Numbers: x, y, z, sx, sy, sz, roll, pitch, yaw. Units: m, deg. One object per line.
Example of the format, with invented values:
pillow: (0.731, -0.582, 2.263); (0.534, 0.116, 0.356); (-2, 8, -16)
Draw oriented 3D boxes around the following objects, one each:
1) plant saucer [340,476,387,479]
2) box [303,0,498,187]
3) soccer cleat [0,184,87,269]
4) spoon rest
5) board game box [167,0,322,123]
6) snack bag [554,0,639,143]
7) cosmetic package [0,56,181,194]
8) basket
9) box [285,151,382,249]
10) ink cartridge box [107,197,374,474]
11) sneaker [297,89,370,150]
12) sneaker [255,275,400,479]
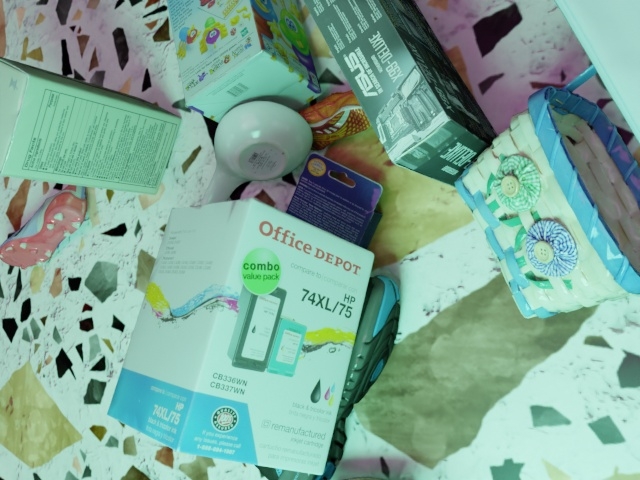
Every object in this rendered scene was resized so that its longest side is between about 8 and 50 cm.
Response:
plant saucer: (0.025, 0.356, 0.742); (0.198, 0.198, 0.036); (-9, 107, 30)
box: (0.095, -0.216, 0.759); (0.076, 0.242, 0.307); (-34, 71, 25)
soccer cleat: (-0.533, -0.024, 1.229); (0.248, 0.083, 0.095); (-30, 43, 31)
spoon rest: (-0.119, -0.102, 0.952); (0.276, 0.137, 0.084); (-47, 33, 35)
board game box: (-0.120, -0.317, 0.929); (0.144, 0.142, 0.275); (-26, 66, 27)
snack bag: (0.368, -0.222, 0.495); (0.342, 0.037, 0.323); (-31, 68, 30)
cosmetic package: (-0.385, -0.174, 1.010); (0.129, 0.296, 0.153); (28, 101, 28)
basket: (0.306, -0.052, 0.644); (0.289, 0.201, 0.255); (-37, 68, 34)
box: (0.000, 0.000, 0.920); (0.136, 0.036, 0.225); (30, 104, 29)
ink cartridge box: (-0.094, 0.111, 0.770); (0.197, 0.198, 0.270); (-3, 69, 52)
sneaker: (0.011, -0.177, 0.922); (0.175, 0.064, 0.067); (-8, 49, 35)
sneaker: (-0.007, 0.188, 0.857); (0.139, 0.125, 0.341); (30, 102, 23)
